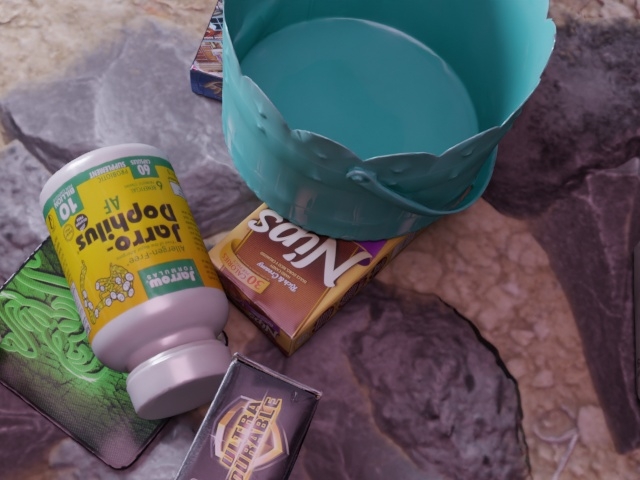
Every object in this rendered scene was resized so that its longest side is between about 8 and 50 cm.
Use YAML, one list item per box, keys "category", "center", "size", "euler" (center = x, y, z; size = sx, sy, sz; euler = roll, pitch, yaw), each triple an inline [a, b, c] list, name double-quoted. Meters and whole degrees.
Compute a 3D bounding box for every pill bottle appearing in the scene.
- category: "pill bottle"
  center: [-0.145, 0.035, 1.045]
  size: [0.117, 0.117, 0.208]
  euler: [-19, 70, -14]

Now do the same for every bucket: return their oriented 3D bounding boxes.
- category: "bucket"
  center: [0.044, -0.144, 1.063]
  size: [0.281, 0.183, 0.281]
  euler: [3, 64, -7]

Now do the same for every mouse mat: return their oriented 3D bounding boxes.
- category: "mouse mat"
  center: [-0.193, 0.086, 1.086]
  size: [0.189, 0.007, 0.153]
  euler: [34, 67, 10]

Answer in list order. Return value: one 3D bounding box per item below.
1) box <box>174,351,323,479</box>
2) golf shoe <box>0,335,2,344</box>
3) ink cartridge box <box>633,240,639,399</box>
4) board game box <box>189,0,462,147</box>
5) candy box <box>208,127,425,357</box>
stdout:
- category: "box"
  center: [-0.098, 0.258, 0.861]
  size: [0.073, 0.293, 0.296]
  euler: [22, 66, 5]
- category: "golf shoe"
  center: [-0.347, 0.098, 0.957]
  size: [0.120, 0.105, 0.273]
  euler: [33, 34, 2]
- category: "ink cartridge box"
  center: [0.421, 0.069, 1.054]
  size: [0.270, 0.198, 0.197]
  euler: [5, 66, -4]
- category: "board game box"
  center: [0.017, -0.182, 1.209]
  size: [0.243, 0.042, 0.165]
  euler: [18, 65, 2]
- category: "candy box"
  center: [0.000, 0.000, 1.120]
  size: [0.109, 0.053, 0.186]
  euler: [42, 69, 13]
